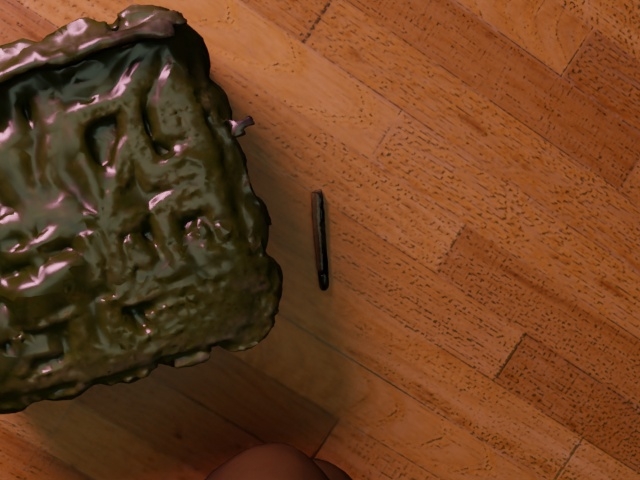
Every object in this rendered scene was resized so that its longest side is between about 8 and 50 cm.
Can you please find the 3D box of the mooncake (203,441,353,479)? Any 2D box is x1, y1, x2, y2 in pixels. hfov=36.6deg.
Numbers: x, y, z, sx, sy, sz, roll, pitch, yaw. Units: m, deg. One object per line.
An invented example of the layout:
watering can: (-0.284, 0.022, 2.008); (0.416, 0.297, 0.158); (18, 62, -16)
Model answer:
mooncake: (-0.005, 0.418, 0.850); (0.262, 0.467, 0.467); (-32, 100, 0)

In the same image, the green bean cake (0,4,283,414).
green bean cake: (-0.210, -0.023, 0.882); (0.335, 0.218, 0.319); (-20, 99, -3)

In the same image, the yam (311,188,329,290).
yam: (0.000, 0.000, 1.013); (0.014, 0.014, 0.107); (-5, 97, -7)
